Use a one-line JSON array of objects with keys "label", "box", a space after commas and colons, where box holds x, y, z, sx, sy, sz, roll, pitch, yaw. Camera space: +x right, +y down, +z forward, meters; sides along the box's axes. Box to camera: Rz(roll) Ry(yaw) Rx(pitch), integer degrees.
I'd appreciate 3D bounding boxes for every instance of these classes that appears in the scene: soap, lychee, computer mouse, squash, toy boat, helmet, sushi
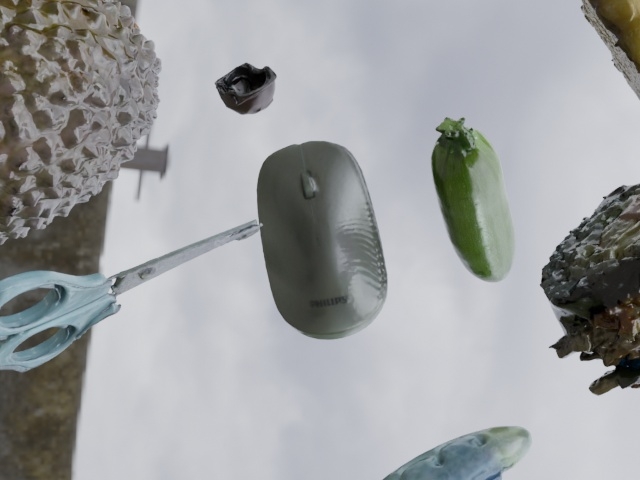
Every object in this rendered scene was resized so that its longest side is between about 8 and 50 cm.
[{"label": "soap", "box": [0.587, -0.373, 1.736, 0.281, 0.143, 0.259, -31, -111, 8]}, {"label": "lychee", "box": [-0.391, -0.179, 1.272, 0.432, 0.380, 0.381, -6, -101, 31]}, {"label": "computer mouse", "box": [0.000, -0.001, 1.798, 0.095, 0.197, 0.331, 25, 53, -87]}, {"label": "squash", "box": [0.228, -0.060, 1.623, 0.395, 0.107, 0.107, 62, 11, -55]}, {"label": "toy boat", "box": [0.137, 0.356, 1.210, 0.215, 0.329, 0.123, 60, -6, 1]}, {"label": "helmet", "box": [-0.125, -0.260, 1.922, 0.123, 0.098, 0.070, 26, -35, 39]}, {"label": "sushi", "box": [0.397, 0.062, 1.294, 0.238, 0.219, 0.225, -38, -171, 49]}]

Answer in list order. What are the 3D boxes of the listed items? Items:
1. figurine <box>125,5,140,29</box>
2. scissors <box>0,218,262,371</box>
[{"label": "figurine", "box": [-0.365, -0.345, 1.807, 0.271, 0.143, 0.143, -75, -179, -68]}, {"label": "scissors", "box": [-0.223, 0.050, 1.231, 0.029, 0.360, 0.191, 58, -22, 26]}]
